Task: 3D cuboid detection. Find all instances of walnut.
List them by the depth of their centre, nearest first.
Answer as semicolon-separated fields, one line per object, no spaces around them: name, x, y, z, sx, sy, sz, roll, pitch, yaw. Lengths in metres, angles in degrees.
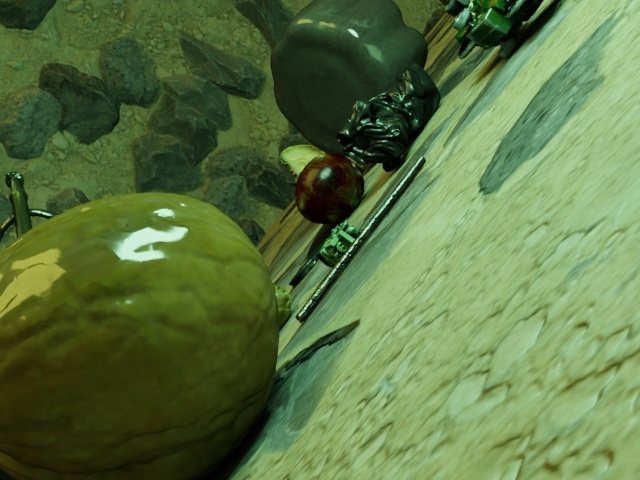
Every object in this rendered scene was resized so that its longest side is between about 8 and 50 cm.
walnut;-0.200;0.105;1.124;0.333;0.333;0.333;-50;5;6

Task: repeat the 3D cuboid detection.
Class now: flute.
flute;0.051;-0.004;1.413;0.269;0.014;0.014;-51;5;-20

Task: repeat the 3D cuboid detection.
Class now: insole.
insole;0.000;0.000;1.883;0.110;0.012;0.309;-46;5;26

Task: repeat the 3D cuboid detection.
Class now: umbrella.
umbrella;0.114;-0.192;1.792;0.110;0.122;0.272;1;24;21

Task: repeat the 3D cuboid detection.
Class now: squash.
squash;0.046;-0.109;2.265;0.093;0.169;0.252;-46;-28;12

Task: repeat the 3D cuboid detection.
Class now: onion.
onion;0.010;-0.083;1.826;0.118;0.119;0.117;158;129;-80

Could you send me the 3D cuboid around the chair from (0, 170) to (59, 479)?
chair;-0.325;0.158;1.538;0.362;0.365;0.410;-65;15;1

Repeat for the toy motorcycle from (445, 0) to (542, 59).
toy motorcycle;0.253;-0.339;1.527;0.187;0.125;0.275;-61;7;-14

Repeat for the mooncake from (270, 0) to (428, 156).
mooncake;0.058;-0.296;2.066;0.154;0.306;0.306;-46;2;-32

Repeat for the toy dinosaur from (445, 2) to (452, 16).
toy dinosaur;0.291;-0.387;1.846;0.162;0.077;0.294;-45;20;13

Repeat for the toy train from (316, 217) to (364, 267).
toy train;0.027;0.004;1.472;0.053;0.033;0.083;-56;6;-14

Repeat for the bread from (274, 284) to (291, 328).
bread;-0.082;0.106;1.530;0.110;0.060;0.066;-51;-23;0
